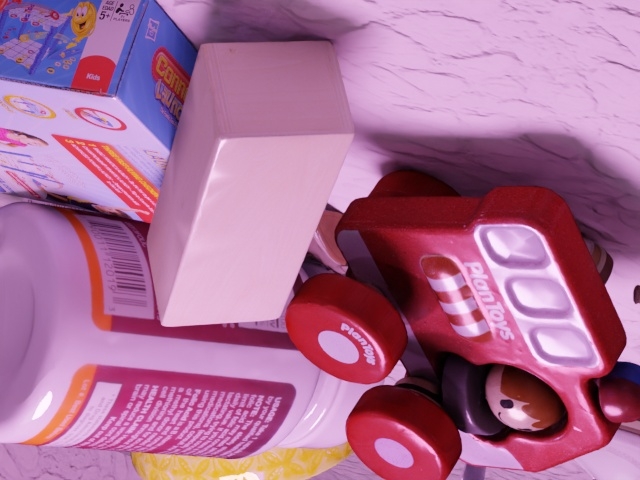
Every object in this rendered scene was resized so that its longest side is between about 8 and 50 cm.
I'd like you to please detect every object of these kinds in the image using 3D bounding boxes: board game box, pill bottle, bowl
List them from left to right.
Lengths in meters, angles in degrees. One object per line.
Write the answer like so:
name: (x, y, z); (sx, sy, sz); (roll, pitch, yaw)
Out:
board game box: (-0.224, -0.114, 1.620); (0.302, 0.086, 0.308); (11, 163, 23)
pill bottle: (-0.141, 0.095, 1.878); (0.392, 0.224, 0.224); (10, 173, -38)
bowl: (-0.086, 0.147, 2.174); (0.289, 0.289, 0.156); (6, 118, 35)

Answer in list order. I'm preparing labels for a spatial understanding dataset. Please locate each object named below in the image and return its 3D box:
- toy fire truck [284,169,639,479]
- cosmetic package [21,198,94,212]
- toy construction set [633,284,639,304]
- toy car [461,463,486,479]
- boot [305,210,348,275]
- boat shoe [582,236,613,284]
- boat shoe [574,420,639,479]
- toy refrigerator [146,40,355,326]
toy fire truck: (0.138, 0.081, 1.603); (0.254, 0.169, 0.302); (2, 132, 40)
cosmetic package: (-0.241, 0.058, 2.048); (0.151, 0.183, 0.151); (2, 160, 44)
toy construction set: (0.397, 0.095, 1.499); (0.237, 0.257, 0.309); (1, 157, -4)
toy car: (0.138, 0.143, 1.913); (0.155, 0.188, 0.149); (21, 164, -10)
boot: (0.000, 0.000, 1.860); (0.087, 0.042, 0.118); (14, 159, 44)
boat shoe: (0.166, 0.017, 1.707); (0.190, 0.068, 0.072); (-14, 133, 47)
boat shoe: (0.381, 0.285, 2.294); (0.302, 0.103, 0.113); (28, 161, -34)
toy refrigerator: (-0.060, -0.042, 1.497); (0.102, 0.094, 0.269); (-4, 149, -16)
